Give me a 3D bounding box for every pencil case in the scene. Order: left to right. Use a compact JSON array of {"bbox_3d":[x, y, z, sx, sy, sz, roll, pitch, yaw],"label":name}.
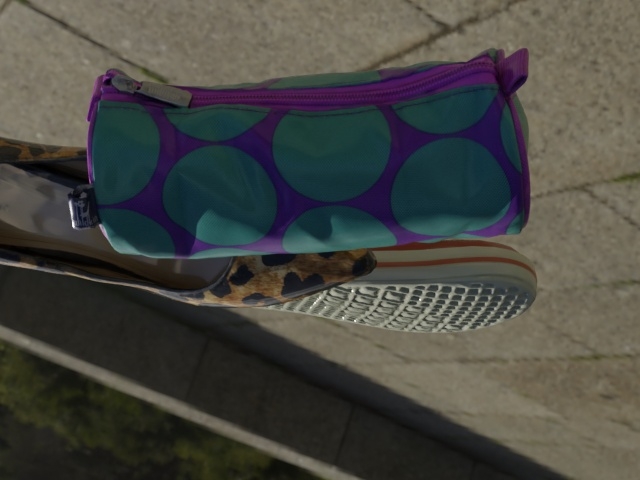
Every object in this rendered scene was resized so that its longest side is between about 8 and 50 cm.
[{"bbox_3d":[-0.006,-0.030,0.374,0.151,0.065,0.070,-3,135,6],"label":"pencil case"}]

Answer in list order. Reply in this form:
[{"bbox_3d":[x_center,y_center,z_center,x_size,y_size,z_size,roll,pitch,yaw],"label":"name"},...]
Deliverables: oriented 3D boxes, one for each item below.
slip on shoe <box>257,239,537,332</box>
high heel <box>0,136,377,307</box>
[{"bbox_3d":[0.000,0.000,0.778,0.331,0.101,0.123,6,164,39],"label":"slip on shoe"},{"bbox_3d":[-0.117,-0.007,0.580,0.261,0.093,0.186,14,-170,29],"label":"high heel"}]
